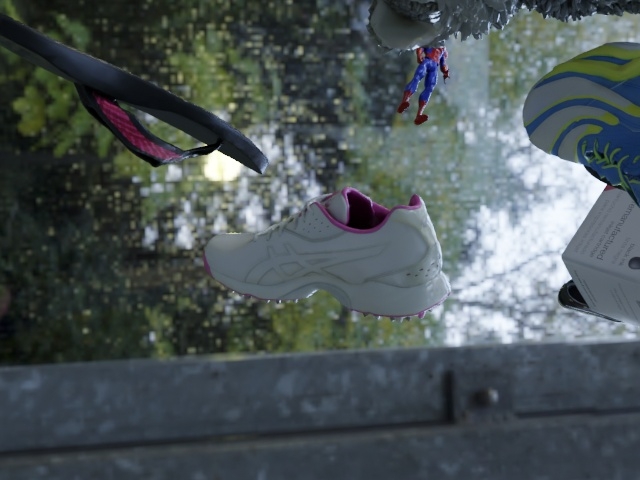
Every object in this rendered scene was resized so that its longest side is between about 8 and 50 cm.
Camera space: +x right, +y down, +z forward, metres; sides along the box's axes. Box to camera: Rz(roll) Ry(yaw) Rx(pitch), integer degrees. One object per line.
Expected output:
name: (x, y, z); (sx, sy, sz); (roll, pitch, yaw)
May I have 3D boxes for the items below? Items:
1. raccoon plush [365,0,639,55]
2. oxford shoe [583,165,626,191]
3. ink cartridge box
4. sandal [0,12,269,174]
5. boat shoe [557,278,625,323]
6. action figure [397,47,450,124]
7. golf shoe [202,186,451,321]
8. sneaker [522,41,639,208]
raccoon plush: (0.236, -0.212, 0.934); (0.299, 0.446, 0.216); (-17, -124, 49)
oxford shoe: (0.342, -0.089, 1.033); (0.096, 0.227, 0.083); (-82, 168, -58)
ink cartridge box: (0.441, 0.007, 1.266); (0.283, 0.207, 0.117); (20, -22, 44)
sandal: (-0.115, -0.074, 0.677); (0.040, 0.179, 0.067); (-67, -163, -6)
boat shoe: (0.388, 0.080, 1.571); (0.042, 0.133, 0.049); (99, 1, -69)
action figure: (0.107, -0.169, 1.155); (0.030, 0.038, 0.115); (-39, -154, 53)
golf shoe: (0.000, 0.000, 1.302); (0.115, 0.306, 0.140); (-40, 129, -53)
sneaker: (0.206, -0.066, 0.748); (0.240, 0.126, 0.091); (-1, -56, 50)
